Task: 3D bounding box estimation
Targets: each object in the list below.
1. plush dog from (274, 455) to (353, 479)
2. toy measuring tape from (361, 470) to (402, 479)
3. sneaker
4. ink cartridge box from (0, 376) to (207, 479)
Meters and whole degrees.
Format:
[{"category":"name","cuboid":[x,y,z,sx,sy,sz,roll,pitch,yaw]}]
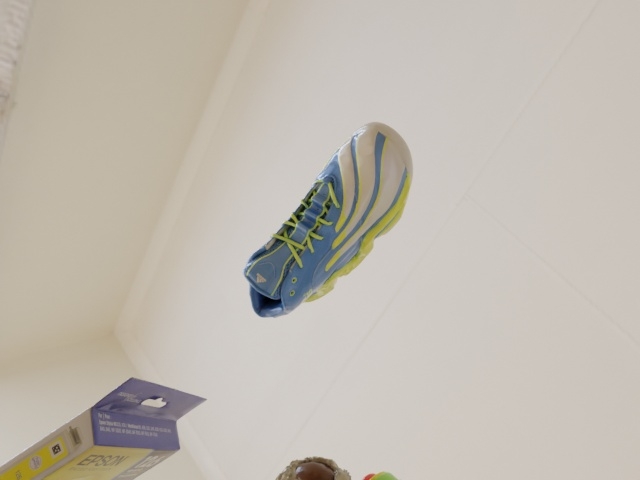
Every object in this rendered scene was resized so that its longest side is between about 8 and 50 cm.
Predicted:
[{"category":"plush dog","cuboid":[-0.031,0.421,0.715,0.225,0.262,0.211,41,-37,38]},{"category":"toy measuring tape","cuboid":[0.091,0.558,1.308,0.121,0.330,0.121,-1,-91,42]},{"category":"sneaker","cuboid":[0.000,0.000,0.603,0.091,0.126,0.240,39,-47,12]},{"category":"ink cartridge box","cuboid":[-0.350,0.345,1.002,0.307,0.303,0.072,-31,-113,0]}]
